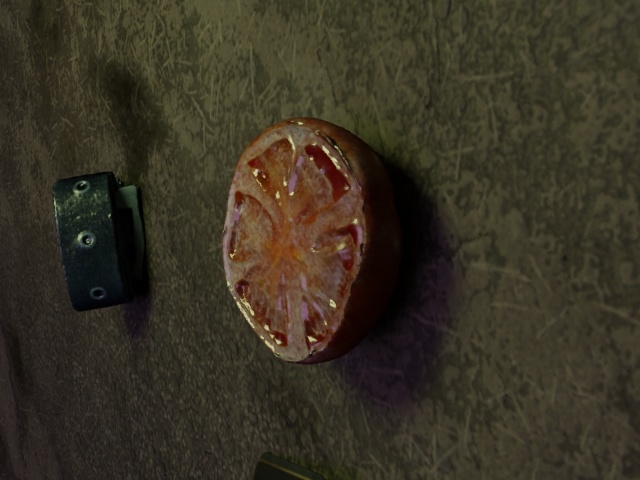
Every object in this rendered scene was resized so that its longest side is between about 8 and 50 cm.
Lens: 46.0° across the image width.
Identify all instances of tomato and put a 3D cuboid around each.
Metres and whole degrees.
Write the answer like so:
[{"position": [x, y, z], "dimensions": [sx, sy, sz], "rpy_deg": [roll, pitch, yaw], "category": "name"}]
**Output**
[{"position": [0.000, 0.000, 0.742], "dimensions": [0.237, 0.095, 0.236], "rpy_deg": [2, 93, 51], "category": "tomato"}]

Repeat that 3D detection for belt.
[{"position": [-0.344, -0.001, 1.201], "dimensions": [0.122, 0.128, 0.218], "rpy_deg": [163, 100, -84], "category": "belt"}]

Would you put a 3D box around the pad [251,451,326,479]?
[{"position": [-0.076, 0.423, 0.785], "dimensions": [0.315, 0.063, 0.375], "rpy_deg": [-16, 62, 64], "category": "pad"}]
